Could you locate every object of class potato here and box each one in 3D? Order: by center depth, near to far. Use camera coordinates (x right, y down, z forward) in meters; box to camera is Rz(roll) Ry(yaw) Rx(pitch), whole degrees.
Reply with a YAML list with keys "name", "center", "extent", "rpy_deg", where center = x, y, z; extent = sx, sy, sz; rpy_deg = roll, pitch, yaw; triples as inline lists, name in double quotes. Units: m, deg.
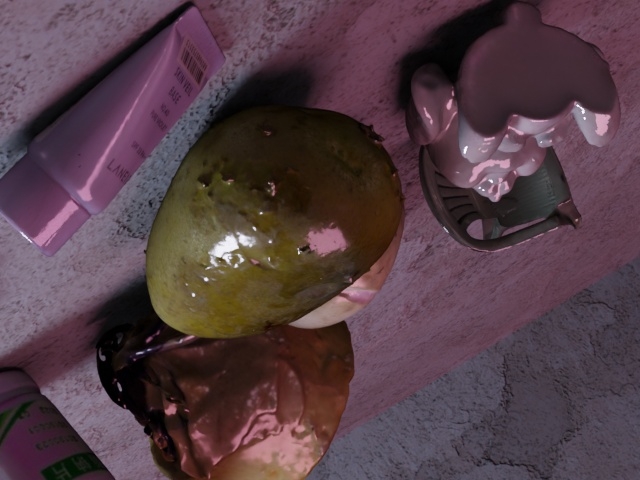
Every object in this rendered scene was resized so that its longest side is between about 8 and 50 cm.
- name: "potato"
  center: [-0.060, -0.016, 1.861]
  extent: [0.270, 0.219, 0.359]
  rpy_deg: [0, 151, -30]

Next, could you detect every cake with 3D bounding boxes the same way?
- name: "cake"
  center: [-0.161, 0.177, 2.215]
  extent: [0.321, 0.332, 0.332]
  rpy_deg: [29, 123, -30]

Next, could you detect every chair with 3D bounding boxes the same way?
- name: "chair"
  center: [0.258, -0.080, 2.337]
  extent: [0.190, 0.203, 0.275]
  rpy_deg: [-24, 170, 8]

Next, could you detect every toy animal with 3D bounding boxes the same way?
- name: "toy animal"
  center: [0.226, -0.168, 2.058]
  extent: [0.272, 0.206, 0.265]
  rpy_deg: [-12, 167, -17]

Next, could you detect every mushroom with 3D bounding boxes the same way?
- name: "mushroom"
  center: [0.000, 0.000, 2.065]
  extent: [0.255, 0.255, 0.184]
  rpy_deg: [-40, 128, 20]

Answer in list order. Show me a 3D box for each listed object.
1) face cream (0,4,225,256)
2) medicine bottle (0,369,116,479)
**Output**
- name: "face cream"
  center: [-0.203, -0.109, 1.582]
  extent: [0.274, 0.096, 0.154]
  rpy_deg: [-46, 161, -4]
- name: "medicine bottle"
  center: [-0.371, 0.351, 2.092]
  extent: [0.212, 0.325, 0.212]
  rpy_deg: [-38, 162, -15]
